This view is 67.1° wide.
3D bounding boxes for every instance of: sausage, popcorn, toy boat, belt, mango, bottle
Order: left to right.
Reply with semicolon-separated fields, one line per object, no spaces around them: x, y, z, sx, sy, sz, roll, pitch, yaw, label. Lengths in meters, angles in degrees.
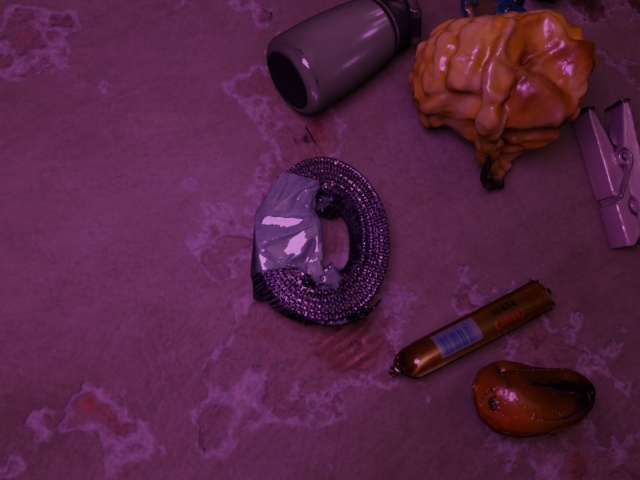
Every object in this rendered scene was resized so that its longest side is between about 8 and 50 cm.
0.000;0.000;0.927;0.261;0.122;0.324;5;77;-13;belt
0.065;-0.408;0.998;0.347;0.168;0.168;-37;87;-19;bottle
0.299;0.184;0.965;0.372;0.082;0.082;-24;84;-13;sausage
0.354;-0.285;0.973;0.349;0.349;0.381;-8;106;-11;popcorn
0.417;-0.513;1.103;0.215;0.102;0.088;32;78;1;toy boat
0.408;0.300;0.931;0.249;0.151;0.156;-3;39;-18;mango

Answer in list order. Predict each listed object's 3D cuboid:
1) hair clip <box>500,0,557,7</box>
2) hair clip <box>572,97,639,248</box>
0.481;-0.645;1.094;0.310;0.206;0.194;16;82;-11;hair clip
0.670;-0.149;1.089;0.101;0.085;0.330;-9;83;-10;hair clip
